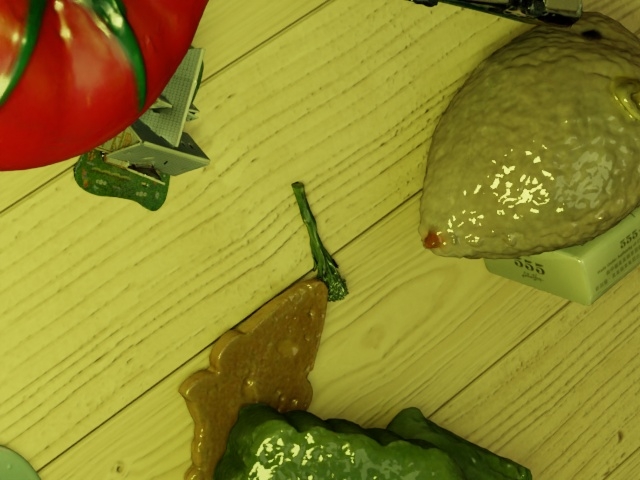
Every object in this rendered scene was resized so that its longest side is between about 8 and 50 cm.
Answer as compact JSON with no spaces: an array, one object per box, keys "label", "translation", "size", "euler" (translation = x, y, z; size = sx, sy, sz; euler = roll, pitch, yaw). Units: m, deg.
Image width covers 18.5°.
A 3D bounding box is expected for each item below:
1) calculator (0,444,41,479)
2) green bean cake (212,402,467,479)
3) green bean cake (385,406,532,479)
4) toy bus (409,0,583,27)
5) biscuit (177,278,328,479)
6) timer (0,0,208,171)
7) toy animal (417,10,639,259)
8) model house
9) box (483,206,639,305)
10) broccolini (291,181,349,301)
[{"label":"calculator","translation":[-0.317,0.332,1.836],"size":[0.185,0.041,0.299],"euler":[-17,110,-37]},{"label":"green bean cake","translation":[0.007,0.304,1.948],"size":[0.246,0.156,0.250],"euler":[13,89,-10]},{"label":"green bean cake","translation":[0.112,0.320,2.143],"size":[0.222,0.125,0.248],"euler":[26,85,-41]},{"label":"toy bus","translation":[0.127,-0.285,1.998],"size":[0.317,0.138,0.113],"euler":[4,93,-40]},{"label":"biscuit","translation":[-0.066,0.146,2.006],"size":[0.162,0.035,0.250],"euler":[40,80,-43]},{"label":"timer","translation":[-0.266,-0.245,1.575],"size":[0.378,0.279,0.378],"euler":[-12,108,-41]},{"label":"toy animal","translation":[0.244,-0.102,2.078],"size":[0.358,0.226,0.188],"euler":[-48,147,-19]},{"label":"model house","translation":[-0.147,-0.110,1.836],"size":[0.117,0.088,0.167],"euler":[18,89,-41]},{"label":"box","translation":[0.320,-0.038,2.201],"size":[0.259,0.168,0.071],"euler":[-38,125,-28]},{"label":"broccolini","translation":[0.000,0.000,2.035],"size":[0.035,0.030,0.140],"euler":[-36,118,-38]}]
